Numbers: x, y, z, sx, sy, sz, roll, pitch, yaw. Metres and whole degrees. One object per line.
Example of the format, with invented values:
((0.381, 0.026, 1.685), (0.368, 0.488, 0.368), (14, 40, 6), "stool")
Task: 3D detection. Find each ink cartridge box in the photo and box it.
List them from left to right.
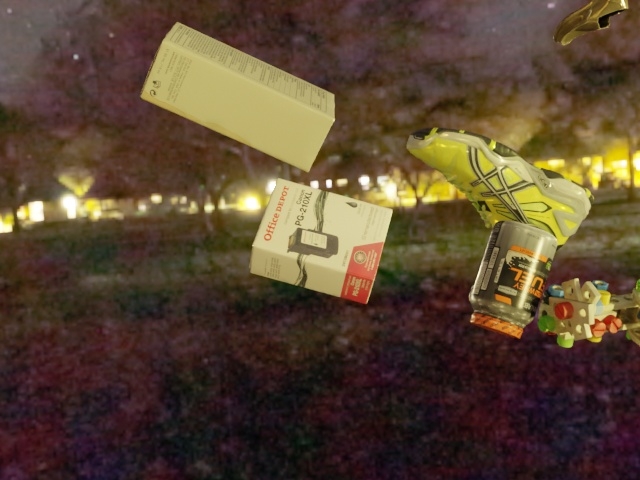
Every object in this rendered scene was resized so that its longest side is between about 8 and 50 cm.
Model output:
((0.000, 0.000, 1.671), (0.237, 0.172, 0.100), (15, -34, 3), "ink cartridge box")

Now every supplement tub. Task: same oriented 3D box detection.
((0.336, 0.070, 1.536), (0.117, 0.190, 0.117), (18, -5, 2), "supplement tub")

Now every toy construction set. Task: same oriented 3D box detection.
((0.522, 0.144, 1.569), (0.327, 0.151, 0.215), (10, 16, -29), "toy construction set")

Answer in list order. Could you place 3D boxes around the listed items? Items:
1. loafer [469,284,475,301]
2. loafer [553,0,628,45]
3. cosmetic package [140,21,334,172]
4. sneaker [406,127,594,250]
((0.399, 0.129, 1.989), (0.125, 0.039, 0.045), (2, -37, 37), "loafer")
((0.464, -0.379, 1.495), (0.056, 0.050, 0.148), (-15, -17, -43), "loafer")
((-0.136, -0.249, 1.499), (0.309, 0.113, 0.160), (25, 23, -10), "cosmetic package")
((0.339, -0.103, 1.699), (0.384, 0.147, 0.145), (25, 0, -1), "sneaker")
